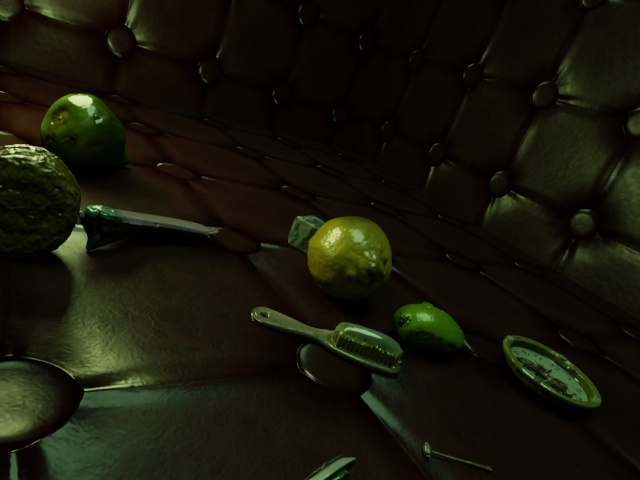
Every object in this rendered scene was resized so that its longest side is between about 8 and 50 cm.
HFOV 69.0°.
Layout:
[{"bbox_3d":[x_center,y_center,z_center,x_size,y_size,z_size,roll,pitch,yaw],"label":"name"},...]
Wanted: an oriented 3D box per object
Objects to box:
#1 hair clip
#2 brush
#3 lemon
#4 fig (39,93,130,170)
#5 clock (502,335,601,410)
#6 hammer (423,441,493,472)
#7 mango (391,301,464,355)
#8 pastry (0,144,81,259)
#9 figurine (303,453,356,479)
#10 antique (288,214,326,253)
[{"bbox_3d":[-0.378,-0.033,1.046,0.358,0.110,0.096,-6,72,-60],"label":"hair clip"},{"bbox_3d":[0.017,0.176,0.906,0.312,0.067,0.072,20,20,1],"label":"brush"},{"bbox_3d":[0.070,0.041,1.119,0.204,0.204,0.260,13,7,-23],"label":"lemon"},{"bbox_3d":[-0.628,-0.283,1.310,0.206,0.206,0.275,28,-1,19],"label":"fig"},{"bbox_3d":[0.521,0.313,1.076,0.237,0.057,0.237,20,20,-8],"label":"clock"},{"bbox_3d":[0.216,0.345,0.731,0.123,0.014,0.029,21,28,-10],"label":"hammer"},{"bbox_3d":[0.245,0.196,1.035,0.178,0.100,0.119,23,15,-18],"label":"mango"},{"bbox_3d":[-0.518,-0.068,0.813,0.188,0.189,0.103,13,16,-24],"label":"pastry"},{"bbox_3d":[0.025,0.319,0.466,0.132,0.132,0.154,-3,44,-50],"label":"figurine"},{"bbox_3d":[0.000,0.000,1.322,0.183,0.088,0.086,31,20,26],"label":"antique"}]
